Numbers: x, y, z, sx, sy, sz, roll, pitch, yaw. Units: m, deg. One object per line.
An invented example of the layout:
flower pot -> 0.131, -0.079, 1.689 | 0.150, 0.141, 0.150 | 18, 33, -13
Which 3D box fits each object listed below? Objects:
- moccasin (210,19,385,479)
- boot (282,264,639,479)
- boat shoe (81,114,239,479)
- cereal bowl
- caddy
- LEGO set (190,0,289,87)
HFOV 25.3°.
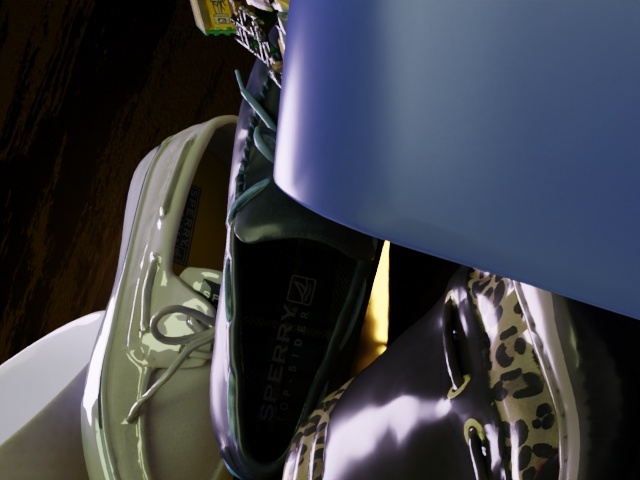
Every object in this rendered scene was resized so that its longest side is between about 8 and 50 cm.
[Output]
moccasin -> 0.000, 0.000, 0.974 | 0.117, 0.137, 0.342 | 157, 117, -85
boot -> 0.093, 0.169, 0.756 | 0.284, 0.138, 0.377 | -47, 39, 43
boat shoe -> -0.087, 0.063, 1.140 | 0.156, 0.135, 0.367 | -30, 46, 51
cereal bowl -> -0.279, 0.219, 1.291 | 0.339, 0.141, 0.339 | -35, 12, 8
caddy -> 0.141, -0.082, 0.589 | 0.341, 0.241, 0.179 | 18, 107, 25
LEGO set -> 0.029, -0.212, 0.853 | 0.331, 0.255, 0.192 | -116, 10, -59
